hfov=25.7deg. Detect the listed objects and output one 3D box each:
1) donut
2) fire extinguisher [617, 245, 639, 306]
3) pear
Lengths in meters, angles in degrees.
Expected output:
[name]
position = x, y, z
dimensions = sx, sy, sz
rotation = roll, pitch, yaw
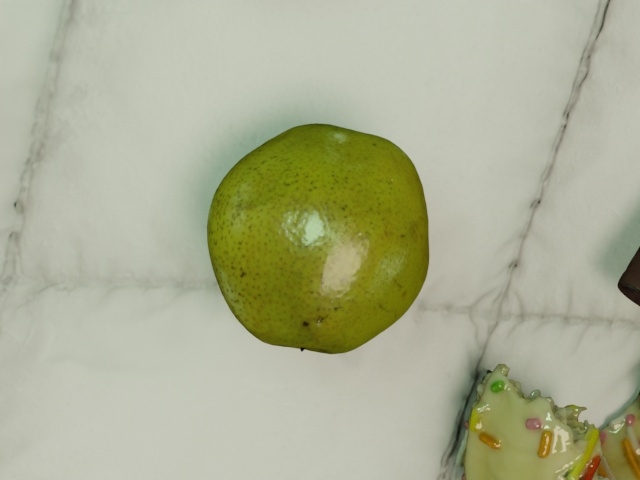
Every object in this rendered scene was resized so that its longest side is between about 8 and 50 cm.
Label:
[donut]
position = 0.332, 0.224, 1.490
dimensions = 0.371, 0.150, 0.307
rotation = -19, 121, -18
[fire extinguisher]
position = 0.376, -0.040, 1.420
dimensions = 0.099, 0.071, 0.231
rotation = 31, 85, -10
[pear]
position = -0.001, 0.000, 1.197
dimensions = 0.198, 0.198, 0.198
rotation = -11, 119, -22
